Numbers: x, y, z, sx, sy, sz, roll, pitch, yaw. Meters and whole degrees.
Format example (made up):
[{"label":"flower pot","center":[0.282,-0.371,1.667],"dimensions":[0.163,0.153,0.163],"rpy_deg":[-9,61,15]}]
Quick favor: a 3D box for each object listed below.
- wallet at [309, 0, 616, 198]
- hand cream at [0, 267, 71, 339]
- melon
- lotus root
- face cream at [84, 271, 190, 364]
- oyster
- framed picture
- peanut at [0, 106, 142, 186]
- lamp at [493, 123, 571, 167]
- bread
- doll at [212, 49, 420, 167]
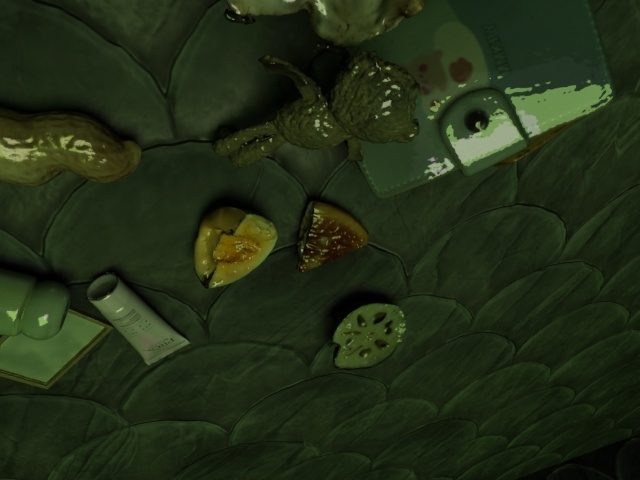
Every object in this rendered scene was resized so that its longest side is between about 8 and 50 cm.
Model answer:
[{"label":"wallet","center":[0.189,-0.217,0.587],"dimensions":[0.361,0.083,0.252],"rpy_deg":[-25,99,16]},{"label":"hand cream","center":[-0.539,0.072,0.624],"dimensions":[0.306,0.093,0.147],"rpy_deg":[17,116,-21]},{"label":"melon","center":[-0.144,0.000,0.729],"dimensions":[0.128,0.079,0.160],"rpy_deg":[5,125,-47]},{"label":"lotus root","center":[0.095,0.203,0.978],"dimensions":[0.204,0.078,0.183],"rpy_deg":[15,108,-35]},{"label":"face cream","center":[-0.332,0.151,0.782],"dimensions":[0.092,0.058,0.243],"rpy_deg":[-26,138,-7]},{"label":"oyster","center":[-0.040,-0.286,0.444],"dimensions":[0.338,0.197,0.133],"rpy_deg":[10,138,-23]},{"label":"framed picture","center":[-0.496,0.189,0.772],"dimensions":[0.201,0.010,0.136],"rpy_deg":[-41,129,11]},{"label":"peanut","center":[-0.349,-0.116,0.544],"dimensions":[0.228,0.085,0.104],"rpy_deg":[-5,137,-20]},{"label":"lamp","center":[0.314,-0.217,0.686],"dimensions":[0.185,0.161,0.161],"rpy_deg":[-35,131,9]},{"label":"bread","center":[0.005,-0.021,0.780],"dimensions":[0.155,0.054,0.135],"rpy_deg":[-28,133,-7]},{"label":"doll","center":[-0.011,-0.149,0.565],"dimensions":[0.203,0.091,0.286],"rpy_deg":[30,146,-19]}]
